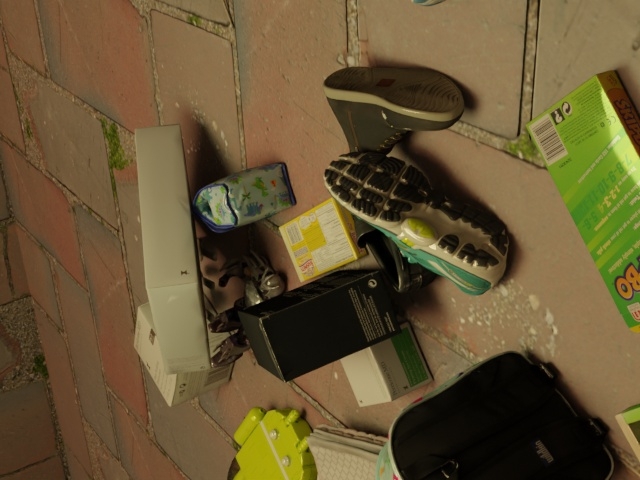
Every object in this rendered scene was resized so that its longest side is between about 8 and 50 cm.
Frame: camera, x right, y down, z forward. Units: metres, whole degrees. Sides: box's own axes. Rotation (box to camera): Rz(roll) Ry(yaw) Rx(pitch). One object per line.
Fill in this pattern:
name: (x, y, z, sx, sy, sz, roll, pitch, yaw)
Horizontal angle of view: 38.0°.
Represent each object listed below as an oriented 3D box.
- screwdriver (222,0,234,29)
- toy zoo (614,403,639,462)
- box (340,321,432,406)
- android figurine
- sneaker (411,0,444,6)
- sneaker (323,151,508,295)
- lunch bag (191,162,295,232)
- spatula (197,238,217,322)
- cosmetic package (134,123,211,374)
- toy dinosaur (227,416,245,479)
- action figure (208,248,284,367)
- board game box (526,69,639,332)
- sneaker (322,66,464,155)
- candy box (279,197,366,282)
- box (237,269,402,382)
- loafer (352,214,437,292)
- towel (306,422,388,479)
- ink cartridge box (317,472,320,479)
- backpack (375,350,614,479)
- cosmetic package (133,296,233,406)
screwdriver: (-0.178, -0.435, 1.558, 0.025, 0.024, 0.170, -8, 104, 30)
toy zoo: (0.444, 0.224, 0.933, 0.192, 0.030, 0.293, 63, 150, 11)
box: (0.097, 0.190, 1.422, 0.102, 0.087, 0.101, -28, 84, 60)
android figurine: (-0.090, 0.446, 1.840, 0.273, 0.056, 0.248, -56, 47, 34)
sneaker: (0.077, -0.357, 1.126, 0.237, 0.086, 0.085, 45, 144, 38)
sneaker: (0.114, -0.018, 1.217, 0.275, 0.107, 0.110, 36, 151, 20)
lunch bag: (-0.138, -0.073, 1.604, 0.151, 0.129, 0.096, 2, 108, 57)
spatula: (-0.232, 0.086, 1.877, 0.242, 0.019, 0.168, -166, 79, -72)
cosmetic package: (-0.275, 0.015, 1.732, 0.284, 0.097, 0.377, 94, 167, -51)
toy dinosaur: (-0.150, 0.546, 2.014, 0.160, 0.121, 0.313, -20, 94, 47)
action figure: (-0.136, 0.136, 1.764, 0.285, 0.099, 0.185, -53, 52, 51)
board game box: (0.318, -0.036, 0.977, 0.124, 0.039, 0.259, -38, 72, 60)
sneaker: (0.108, -0.158, 1.223, 0.222, 0.083, 0.118, 21, 145, 44)
candy box: (0.000, 0.000, 1.525, 0.206, 0.027, 0.105, -25, 88, 60)
box: (-0.010, 0.121, 1.390, 0.261, 0.184, 0.103, 171, 80, -78)
loafer: (0.082, -0.022, 1.326, 0.223, 0.078, 0.076, 56, 147, 22)
towel: (0.122, 0.474, 1.535, 0.332, 0.053, 0.317, -1, 107, 49)
ink cartridge box: (0.054, 0.508, 1.720, 0.171, 0.056, 0.235, 39, 130, 41)
backpack: (0.196, 0.285, 1.151, 0.225, 0.253, 0.191, 52, 146, 26)
cosmetic package: (-0.297, 0.229, 2.023, 0.183, 0.151, 0.151, 52, 145, 28)
